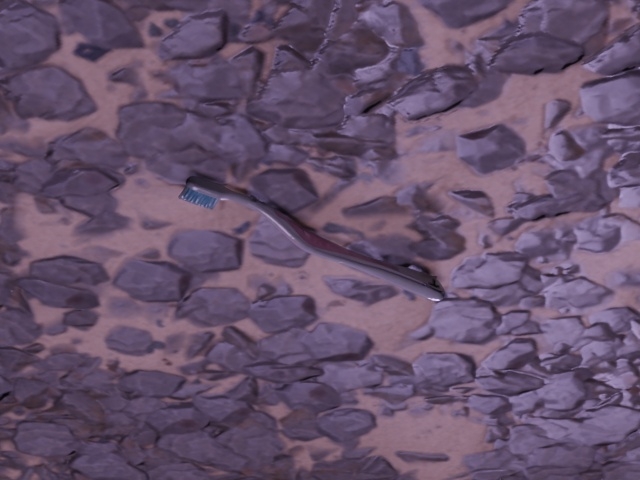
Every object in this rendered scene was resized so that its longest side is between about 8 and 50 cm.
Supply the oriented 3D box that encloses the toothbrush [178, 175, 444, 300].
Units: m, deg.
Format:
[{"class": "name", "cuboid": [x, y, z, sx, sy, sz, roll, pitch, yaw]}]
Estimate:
[{"class": "toothbrush", "cuboid": [0.000, 0.000, 1.112, 0.204, 0.017, 0.022, 22, 128, -27]}]
